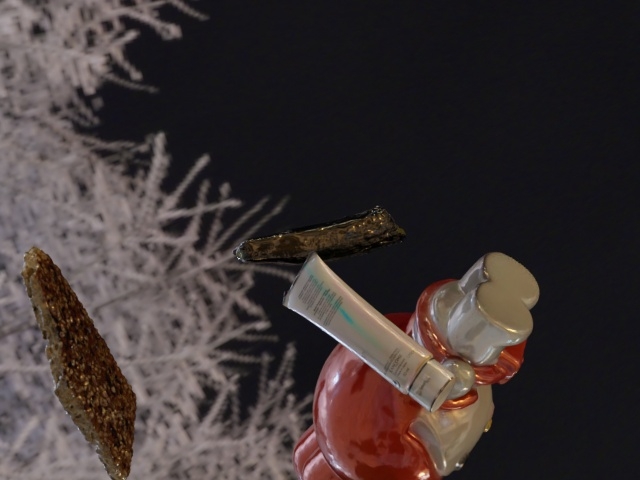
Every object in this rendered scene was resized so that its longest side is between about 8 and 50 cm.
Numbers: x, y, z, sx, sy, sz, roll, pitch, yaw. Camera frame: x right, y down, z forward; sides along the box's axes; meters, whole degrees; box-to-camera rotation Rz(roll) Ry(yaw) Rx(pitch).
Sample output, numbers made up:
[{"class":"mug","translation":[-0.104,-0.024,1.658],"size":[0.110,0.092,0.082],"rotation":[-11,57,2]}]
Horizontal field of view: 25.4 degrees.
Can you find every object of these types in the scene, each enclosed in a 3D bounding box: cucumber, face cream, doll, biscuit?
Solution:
[{"class":"cucumber","translation":[0.000,0.002,1.045],"size":[0.033,0.135,0.034],"rotation":[172,-96,-69]},{"class":"face cream","translation":[0.026,0.052,0.800],"size":[0.115,0.020,0.038],"rotation":[37,-70,22]},{"class":"doll","translation":[0.060,0.125,1.092],"size":[0.130,0.161,0.290],"rotation":[31,-52,-9]},{"class":"biscuit","translation":[-0.241,0.126,1.434],"size":[0.026,0.131,0.237],"rotation":[-18,-53,8]}]
